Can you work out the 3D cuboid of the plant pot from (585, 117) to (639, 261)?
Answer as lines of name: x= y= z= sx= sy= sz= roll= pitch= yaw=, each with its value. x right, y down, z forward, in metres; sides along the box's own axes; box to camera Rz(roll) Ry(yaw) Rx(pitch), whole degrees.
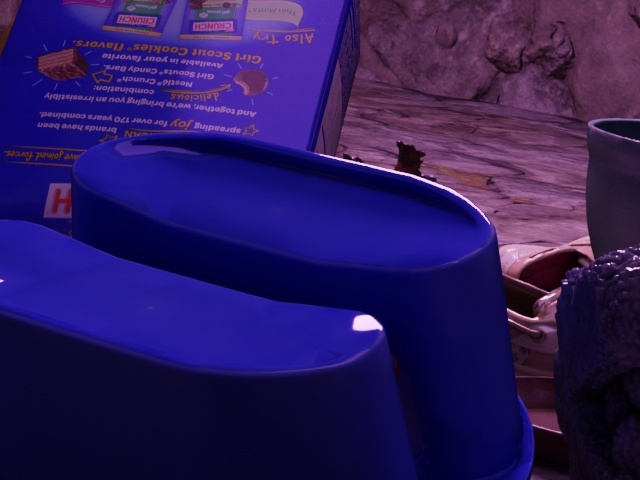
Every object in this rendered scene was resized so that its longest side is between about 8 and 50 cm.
plant pot: x=0.354 y=0.018 z=1.642 sx=0.293 sy=0.196 sz=0.293 roll=8 pitch=9 yaw=-1

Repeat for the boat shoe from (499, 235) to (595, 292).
boat shoe: x=0.249 y=0.032 z=1.890 sx=0.170 sy=0.063 sz=0.059 roll=-6 pitch=17 yaw=-19

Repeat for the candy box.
candy box: x=-0.124 y=-0.088 z=1.538 sx=0.268 sy=0.122 sz=0.317 roll=6 pitch=51 yaw=10

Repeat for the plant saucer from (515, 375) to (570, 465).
plant saucer: x=0.189 y=0.130 z=1.358 sx=0.168 sy=0.029 sz=0.168 roll=8 pitch=9 yaw=-1

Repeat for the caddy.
caddy: x=-0.049 y=0.076 z=1.070 sx=0.341 sy=0.179 sz=0.241 roll=14 pitch=36 yaw=32

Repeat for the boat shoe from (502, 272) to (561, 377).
boat shoe: x=0.155 y=0.060 z=1.547 sx=0.285 sy=0.089 sz=0.104 roll=13 pitch=10 yaw=24

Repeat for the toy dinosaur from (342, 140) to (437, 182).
toy dinosaur: x=0.000 y=0.000 z=1.688 sx=0.127 sy=0.200 sz=0.296 roll=23 pitch=-13 yaw=23

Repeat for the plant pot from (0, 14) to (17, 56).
plant pot: x=-0.171 y=-0.092 z=1.786 sx=0.254 sy=0.254 sz=0.239 roll=5 pitch=26 yaw=-16

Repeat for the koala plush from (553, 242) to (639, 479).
koala plush: x=0.257 y=0.088 z=1.136 sx=0.221 sy=0.196 sz=0.203 roll=-5 pitch=3 yaw=-3
